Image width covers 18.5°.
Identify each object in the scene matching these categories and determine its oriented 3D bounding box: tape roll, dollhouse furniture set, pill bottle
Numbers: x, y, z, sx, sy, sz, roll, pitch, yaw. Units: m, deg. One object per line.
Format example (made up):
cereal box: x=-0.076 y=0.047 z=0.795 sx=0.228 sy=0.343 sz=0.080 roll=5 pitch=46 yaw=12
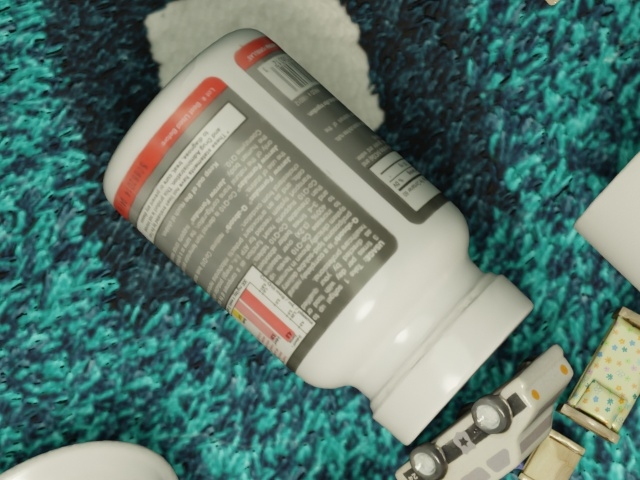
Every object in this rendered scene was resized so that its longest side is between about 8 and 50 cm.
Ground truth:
tape roll: x=0.350 y=-0.080 z=1.705 sx=0.286 sy=0.286 sz=0.100 roll=-45 pitch=84 yaw=-1
dollhouse furniture set: x=0.294 y=0.179 z=1.780 sx=0.161 sy=0.101 sz=0.182 roll=30 pitch=88 yaw=6
pill bottle: x=0.000 y=0.000 z=1.760 sx=0.363 sy=0.210 sz=0.210 roll=43 pitch=89 yaw=6

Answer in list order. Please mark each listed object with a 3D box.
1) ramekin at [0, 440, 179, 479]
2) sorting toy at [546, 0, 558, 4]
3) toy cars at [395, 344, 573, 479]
ramekin: x=-0.221 y=0.318 z=1.721 sx=0.277 sy=0.277 sz=0.135 roll=-27 pitch=121 yaw=1
sorting toy: x=0.216 y=-0.273 z=1.866 sx=0.062 sy=0.012 sz=0.083 roll=-40 pitch=88 yaw=5
toy cars: x=0.079 y=0.244 z=1.752 sx=0.393 sy=0.176 sz=0.087 roll=-39 pitch=85 yaw=0
